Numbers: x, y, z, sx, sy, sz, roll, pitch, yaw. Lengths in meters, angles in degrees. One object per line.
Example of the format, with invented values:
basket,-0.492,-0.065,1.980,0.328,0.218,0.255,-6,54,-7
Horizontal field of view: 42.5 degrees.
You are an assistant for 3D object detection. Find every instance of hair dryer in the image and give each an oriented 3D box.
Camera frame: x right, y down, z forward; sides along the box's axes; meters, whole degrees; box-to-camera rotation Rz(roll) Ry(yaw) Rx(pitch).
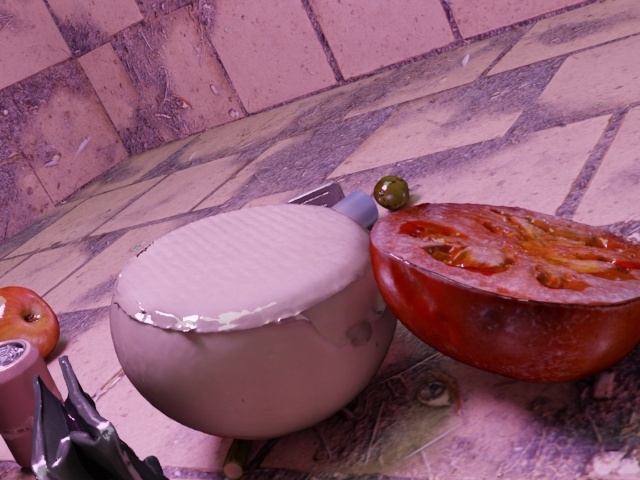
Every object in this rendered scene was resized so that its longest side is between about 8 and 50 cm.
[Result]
hair dryer,-0.365,0.268,1.198,0.344,0.189,0.106,11,37,38

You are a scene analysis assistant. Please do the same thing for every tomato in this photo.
tomato,0.208,0.066,0.914,0.338,0.144,0.338,4,17,-1

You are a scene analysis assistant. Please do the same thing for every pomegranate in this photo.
pomegranate,0.141,-0.093,1.622,0.073,0.073,0.084,-23,-6,8

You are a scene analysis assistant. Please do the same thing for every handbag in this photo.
handbag,-0.206,0.257,0.866,0.079,0.247,0.260,-37,22,-14

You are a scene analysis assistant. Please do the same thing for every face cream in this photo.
face cream,0.000,0.000,1.534,0.250,0.077,0.077,-37,22,-29

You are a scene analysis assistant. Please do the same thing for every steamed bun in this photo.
steamed bun,-0.078,0.113,1.067,0.374,0.241,0.374,-7,26,3

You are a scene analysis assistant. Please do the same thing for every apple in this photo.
apple,-0.653,0.194,1.720,0.199,0.199,0.199,-23,19,9

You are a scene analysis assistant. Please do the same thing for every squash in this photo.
squash,-0.102,0.266,1.044,0.027,0.027,0.083,-21,19,16

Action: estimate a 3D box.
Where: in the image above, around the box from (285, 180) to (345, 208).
box,-0.002,-0.067,1.706,0.122,0.089,0.062,-23,9,9
